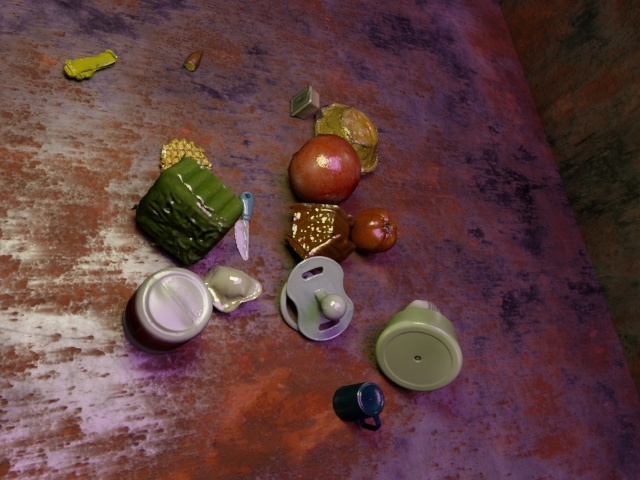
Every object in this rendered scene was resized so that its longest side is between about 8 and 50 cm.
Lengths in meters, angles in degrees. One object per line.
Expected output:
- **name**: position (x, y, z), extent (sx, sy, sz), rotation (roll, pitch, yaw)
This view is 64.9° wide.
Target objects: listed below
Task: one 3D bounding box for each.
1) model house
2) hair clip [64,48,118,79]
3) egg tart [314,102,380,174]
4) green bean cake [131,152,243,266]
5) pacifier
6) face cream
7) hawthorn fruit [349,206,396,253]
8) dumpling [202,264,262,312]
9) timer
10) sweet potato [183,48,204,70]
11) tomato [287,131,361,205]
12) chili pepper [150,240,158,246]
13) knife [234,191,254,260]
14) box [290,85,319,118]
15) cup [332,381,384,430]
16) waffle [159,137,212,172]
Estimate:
- **model house**: position (0.000, -0.002, 1.750), extent (0.199, 0.219, 0.229), rotation (54, 42, -60)
- **hair clip**: position (-0.726, -0.553, 1.579), extent (0.072, 0.046, 0.173), rotation (46, 50, -4)
- **egg tart**: position (0.127, -0.428, 2.042), extent (0.341, 0.132, 0.341), rotation (15, 60, -27)
- **green bean cake**: position (-0.382, -0.082, 1.457), extent (0.247, 0.250, 0.156), rotation (45, 39, -10)
- **pacifier**: position (0.003, 0.198, 1.603), extent (0.238, 0.226, 0.287), rotation (-18, 99, -20)
- **face cream**: position (-0.414, 0.191, 1.360), extent (0.201, 0.187, 0.201), rotation (14, 62, -28)
- **hawthorn fruit**: position (0.193, -0.035, 1.880), extent (0.189, 0.189, 0.189), rotation (14, 62, -28)
- **dumpling**: position (-0.273, 0.153, 1.529), extent (0.169, 0.100, 0.134), rotation (30, 59, -18)
- **timer**: position (0.362, 0.330, 1.807), extent (0.291, 0.291, 0.315), rotation (46, 28, -8)
- **sweet potato**: position (-0.448, -0.658, 1.814), extent (0.049, 0.049, 0.117), rotation (37, 54, -15)
- **tomato**: position (0.021, -0.240, 1.795), extent (0.264, 0.265, 0.265), rotation (14, 62, -28)
- **chili pepper**: position (-0.469, 0.019, 1.512), extent (0.083, 0.017, 0.030), rotation (16, 65, -25)
- **knife**: position (-0.258, -0.051, 1.683), extent (0.058, 0.032, 0.244), rotation (16, 65, -30)
- **box**: position (-0.059, -0.539, 1.979), extent (0.062, 0.122, 0.089), rotation (20, 58, -39)
- **cup**: position (0.136, 0.524, 1.609), extent (0.150, 0.138, 0.113), rotation (40, 53, -12)
- **waffle**: position (-0.438, -0.247, 1.639), extent (0.191, 0.038, 0.191), rotation (14, 62, -28)
